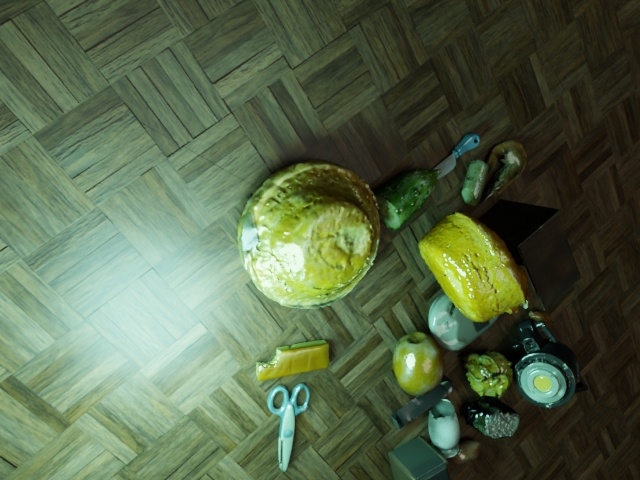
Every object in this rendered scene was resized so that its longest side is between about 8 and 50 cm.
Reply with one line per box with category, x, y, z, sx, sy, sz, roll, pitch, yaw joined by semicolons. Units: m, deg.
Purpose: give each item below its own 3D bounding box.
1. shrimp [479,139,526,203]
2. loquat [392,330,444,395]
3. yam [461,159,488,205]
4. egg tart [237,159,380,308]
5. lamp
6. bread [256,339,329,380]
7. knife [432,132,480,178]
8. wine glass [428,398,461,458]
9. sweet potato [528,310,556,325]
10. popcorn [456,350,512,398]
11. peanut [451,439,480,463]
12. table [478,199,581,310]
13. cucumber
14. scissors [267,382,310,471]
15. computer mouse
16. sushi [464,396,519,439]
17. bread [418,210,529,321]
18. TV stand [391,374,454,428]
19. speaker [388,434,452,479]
shrimp;0.612;-0.243;1.556;0.254;0.059;0.145;-40;113;-12
loquat;0.322;0.411;1.514;0.179;0.179;0.227;-18;117;-21
yam;0.507;-0.189;1.512;0.070;0.070;0.146;11;98;-27
egg tart;0.000;0.000;1.258;0.444;0.178;0.442;-7;107;-25
lamp;0.850;0.504;1.714;0.374;0.205;0.272;56;31;-7
bread;-0.084;0.358;1.378;0.226;0.049;0.088;-3;104;-24
knife;0.423;-0.258;1.483;0.244;0.032;0.058;-43;125;-5
wine glass;0.452;0.691;1.675;0.111;0.111;0.204;-20;114;-20
sweet potato;0.891;0.313;1.829;0.195;0.056;0.056;26;91;-34
popcorn;0.608;0.490;1.690;0.195;0.173;0.168;16;117;-37
peanut;0.563;0.820;1.784;0.152;0.076;0.076;-4;104;-22
table;0.685;0.042;1.552;0.196;0.251;0.282;-39;114;-13
cucumber;0.274;-0.148;1.386;0.244;0.134;0.134;-36;115;-17
scissors;-0.105;0.583;1.426;0.138;0.041;0.288;2;98;-24
computer mouse;0.501;0.255;1.602;0.331;0.095;0.197;-19;94;-32
sushi;0.655;0.680;1.760;0.225;0.127;0.124;16;95;-35
bread;0.465;0.089;1.413;0.204;0.337;0.358;-36;86;4
TV stand;0.369;0.581;1.649;0.257;0.040;0.048;-29;113;-17
speaker;0.364;0.859;1.635;0.153;0.192;0.230;-19;106;-19
